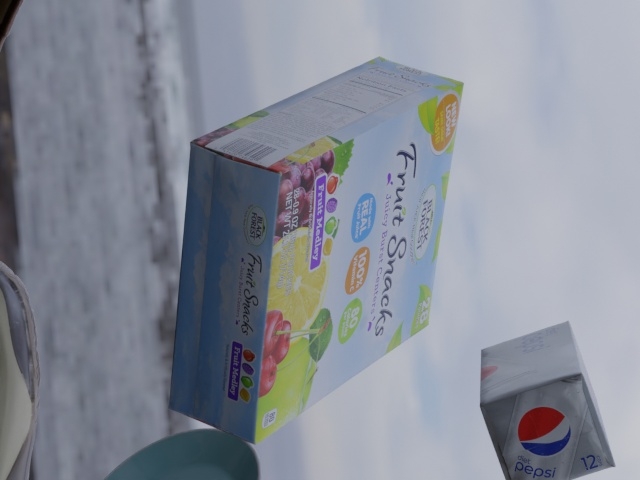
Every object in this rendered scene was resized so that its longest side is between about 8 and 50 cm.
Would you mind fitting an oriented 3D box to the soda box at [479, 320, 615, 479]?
[{"bbox_3d":[0.204,0.151,1.811,0.286,0.098,0.091,-54,124,-81],"label":"soda box"}]

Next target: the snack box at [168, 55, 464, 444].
[{"bbox_3d":[0.000,0.000,1.178,0.207,0.070,0.175,-32,135,-52],"label":"snack box"}]

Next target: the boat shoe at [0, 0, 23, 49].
[{"bbox_3d":[-0.299,-0.078,1.406,0.342,0.123,0.123,-63,159,9],"label":"boat shoe"}]

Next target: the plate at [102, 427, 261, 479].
[{"bbox_3d":[-0.132,0.242,1.725,0.188,0.188,0.024,-100,164,-55],"label":"plate"}]

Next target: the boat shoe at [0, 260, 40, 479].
[{"bbox_3d":[-0.214,0.168,1.015,0.123,0.116,0.324,-18,-106,57],"label":"boat shoe"}]
